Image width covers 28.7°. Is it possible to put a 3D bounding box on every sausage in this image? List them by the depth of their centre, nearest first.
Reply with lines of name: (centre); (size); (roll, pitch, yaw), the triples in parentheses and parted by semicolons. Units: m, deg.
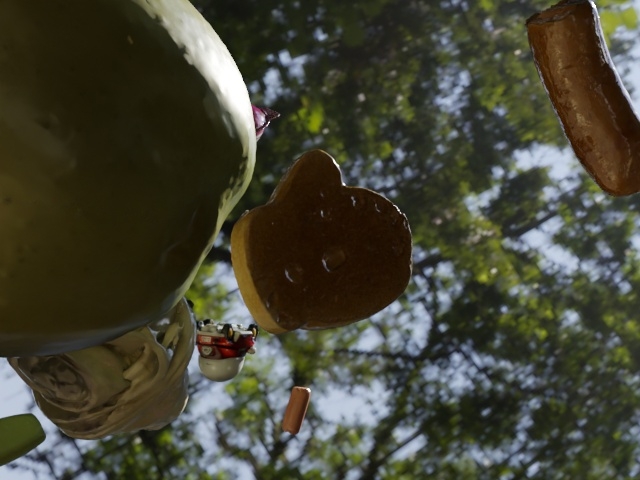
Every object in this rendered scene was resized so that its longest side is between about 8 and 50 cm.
sausage: (0.351, -0.180, 1.618); (0.109, 0.109, 0.270); (-12, -71, 54)
sausage: (-0.042, 0.292, 2.156); (0.034, 0.034, 0.083); (11, -96, 48)

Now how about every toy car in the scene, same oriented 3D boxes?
toy car: (-0.184, 0.203, 2.283); (0.112, 0.139, 0.112); (5, -90, 21)

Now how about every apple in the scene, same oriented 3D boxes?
apple: (-0.300, -0.100, 1.182); (0.474, 0.474, 0.473); (29, -47, 38)

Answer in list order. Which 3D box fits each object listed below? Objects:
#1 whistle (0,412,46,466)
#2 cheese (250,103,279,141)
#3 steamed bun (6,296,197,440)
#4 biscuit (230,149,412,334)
whistle: (-0.457, 0.268, 1.455); (0.131, 0.288, 0.106); (50, -42, 26)
cheese: (-0.166, -0.125, 1.518); (0.155, 0.244, 0.062); (28, -48, 58)
steamed bun: (-0.322, 0.159, 1.719); (0.268, 0.207, 0.280); (33, -58, 22)
biscuit: (-0.001, 0.000, 2.008); (0.057, 0.344, 0.287); (-17, -93, 52)
